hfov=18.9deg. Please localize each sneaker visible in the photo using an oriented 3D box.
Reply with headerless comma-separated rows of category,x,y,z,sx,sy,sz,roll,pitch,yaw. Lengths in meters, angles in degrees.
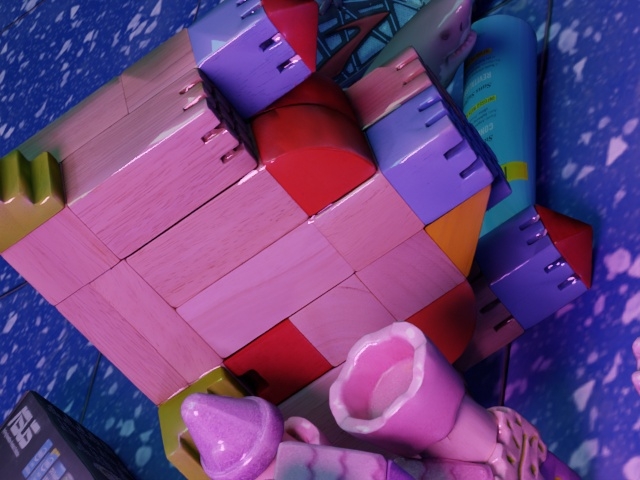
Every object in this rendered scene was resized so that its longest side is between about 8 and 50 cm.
sneaker,0.026,-0.180,1.505,0.262,0.125,0.104,-47,30,13

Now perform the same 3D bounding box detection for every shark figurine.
shark figurine,0.018,-0.048,1.373,0.166,0.116,0.278,-176,103,-77

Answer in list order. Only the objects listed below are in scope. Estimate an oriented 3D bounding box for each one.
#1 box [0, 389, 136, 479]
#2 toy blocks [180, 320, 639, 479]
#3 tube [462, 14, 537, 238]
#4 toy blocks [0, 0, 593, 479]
box,-0.240,0.288,1.352,0.318,0.097,0.395,-52,17,-4
toy blocks,0.049,0.159,0.930,0.309,0.260,0.288,-24,41,33
tube,0.123,-0.064,1.322,0.080,0.052,0.207,-49,28,46
toy blocks,0.000,0.000,1.138,0.261,0.381,0.190,-35,33,11
